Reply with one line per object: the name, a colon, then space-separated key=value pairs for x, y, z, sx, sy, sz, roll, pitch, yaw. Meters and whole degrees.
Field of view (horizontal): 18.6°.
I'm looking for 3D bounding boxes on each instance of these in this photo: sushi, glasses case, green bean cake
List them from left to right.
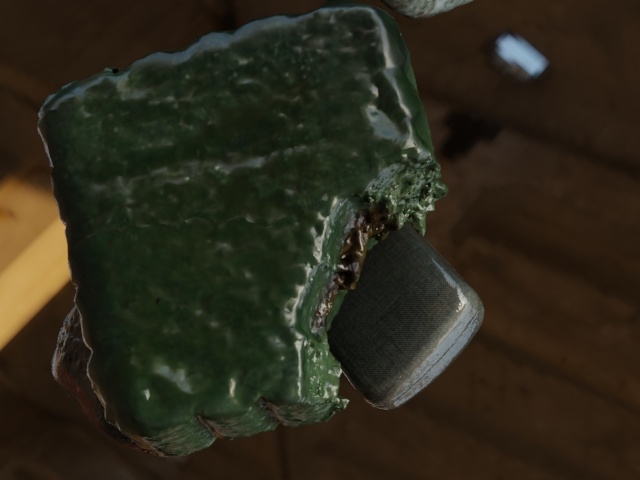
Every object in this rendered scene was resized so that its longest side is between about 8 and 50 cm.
sushi: x=-0.232 y=0.152 z=2.345 sx=0.136 sy=0.126 sz=0.225 roll=27 pitch=9 yaw=-44
green bean cake: x=-0.045 y=-0.004 z=1.547 sx=0.169 sy=0.300 sz=0.308 roll=61 pitch=15 yaw=-71
glasses case: x=0.000 y=0.000 z=1.677 sx=0.323 sy=0.131 sz=0.074 roll=46 pitch=2 yaw=31

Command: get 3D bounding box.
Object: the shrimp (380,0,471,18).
shrimp: x=0.113 y=-0.210 z=1.283 sx=0.090 sy=0.233 sz=0.079 roll=13 pitch=-55 yaw=43
